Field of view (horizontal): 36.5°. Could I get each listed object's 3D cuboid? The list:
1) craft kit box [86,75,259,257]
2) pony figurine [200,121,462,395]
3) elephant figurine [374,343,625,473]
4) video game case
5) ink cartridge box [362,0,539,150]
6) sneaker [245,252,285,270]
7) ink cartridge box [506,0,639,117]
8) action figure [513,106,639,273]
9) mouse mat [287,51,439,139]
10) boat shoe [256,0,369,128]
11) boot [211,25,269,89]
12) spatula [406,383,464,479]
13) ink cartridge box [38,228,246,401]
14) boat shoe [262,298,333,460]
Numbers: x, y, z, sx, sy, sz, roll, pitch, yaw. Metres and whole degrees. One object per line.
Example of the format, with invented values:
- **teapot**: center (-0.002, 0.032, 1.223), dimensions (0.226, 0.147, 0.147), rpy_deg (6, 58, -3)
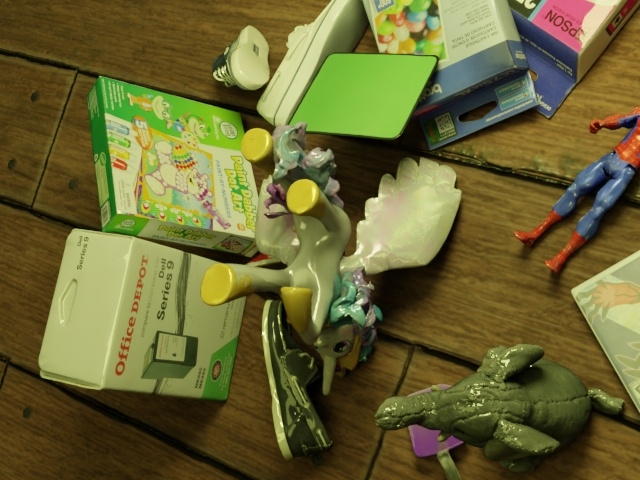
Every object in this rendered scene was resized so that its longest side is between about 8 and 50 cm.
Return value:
- **craft kit box**: center (-0.213, -0.107, 1.438), dimensions (0.061, 0.246, 0.250), rpy_deg (-40, 51, 37)
- **pony figurine**: center (0.000, 0.000, 1.282), dimensions (0.302, 0.363, 0.351), rpy_deg (5, 70, 23)
- **elephant figurine**: center (0.215, 0.201, 1.152), dimensions (0.169, 0.239, 0.186), rpy_deg (43, 101, 30)
- **video game case**: center (0.436, 0.089, 1.179), dimensions (0.201, 0.023, 0.184), rpy_deg (-34, 65, 19)
- **ink cartridge box**: center (0.166, -0.299, 1.340), dimensions (0.185, 0.065, 0.311), rpy_deg (-20, 87, 32)
- **sneaker**: center (-0.066, 0.004, 1.468), dimensions (0.118, 0.042, 0.067), rpy_deg (-20, 74, 16)
- **ink cartridge box**: center (0.353, -0.365, 1.305), dimensions (0.175, 0.069, 0.371), rpy_deg (42, 103, 29)
- **action figure**: center (0.355, -0.091, 1.203), dimensions (0.280, 0.139, 0.091), rpy_deg (-48, 62, 10)
- **mouse mat**: center (0.057, -0.201, 1.327), dimensions (0.189, 0.007, 0.153), rpy_deg (10, 61, 34)
- **boat shoe**: center (-0.015, -0.289, 1.474), dimensions (0.084, 0.095, 0.258), rpy_deg (35, 96, 26)
- **boot**: center (-0.129, -0.263, 1.512), dimensions (0.086, 0.069, 0.190), rpy_deg (-39, 21, 22)
- **spatula**: center (0.181, 0.332, 1.264), dimensions (0.084, 0.030, 0.297), rpy_deg (-24, 68, 21)
- **ink cartridge box**: center (-0.243, 0.116, 1.400), dimensions (0.121, 0.289, 0.211), rpy_deg (7, 83, 31)
- **boat shoe**: center (-0.035, 0.194, 1.397), dimensions (0.079, 0.084, 0.233), rpy_deg (-15, 71, 9)
